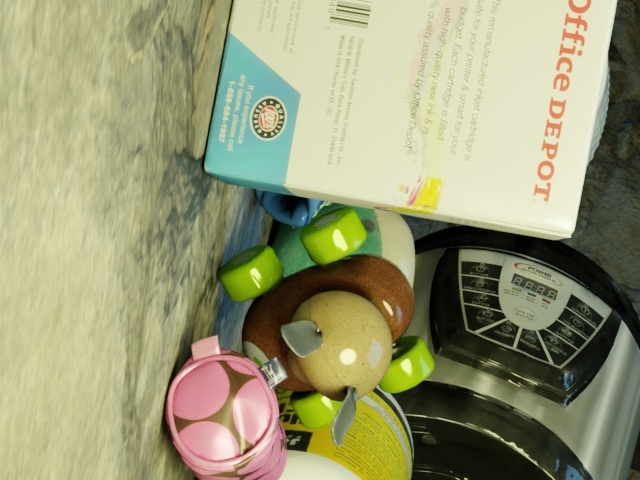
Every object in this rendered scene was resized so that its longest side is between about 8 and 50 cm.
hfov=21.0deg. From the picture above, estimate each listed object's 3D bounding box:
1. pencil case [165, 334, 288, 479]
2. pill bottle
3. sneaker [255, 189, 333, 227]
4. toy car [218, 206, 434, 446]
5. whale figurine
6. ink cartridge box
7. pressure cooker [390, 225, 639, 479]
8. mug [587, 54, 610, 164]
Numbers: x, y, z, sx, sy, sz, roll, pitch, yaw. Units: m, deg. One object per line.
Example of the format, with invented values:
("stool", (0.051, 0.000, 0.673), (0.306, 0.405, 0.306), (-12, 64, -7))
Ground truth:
("pencil case", (-0.069, 0.141, 1.343), (0.209, 0.095, 0.098), (93, -26, -74))
("pill bottle", (-0.018, 0.249, 1.568), (0.334, 0.188, 0.187), (-67, 167, -72))
("sneaker", (-0.023, -0.062, 1.629), (0.126, 0.091, 0.240), (-59, 169, -19))
("toy car", (-0.001, 0.087, 1.360), (0.155, 0.149, 0.188), (61, 14, -14))
("whale figurine", (0.000, 0.000, 1.822), (0.216, 0.141, 0.272), (114, -29, -41))
("ink cartridge box", (0.071, -0.118, 1.310), (0.197, 0.270, 0.198), (22, 78, -86))
("pressure cooker", (0.178, 0.187, 1.976), (0.369, 0.376, 0.420), (61, 34, -25))
("mug", (0.147, -0.188, 1.913), (0.276, 0.374, 0.328), (-42, 166, 0))
